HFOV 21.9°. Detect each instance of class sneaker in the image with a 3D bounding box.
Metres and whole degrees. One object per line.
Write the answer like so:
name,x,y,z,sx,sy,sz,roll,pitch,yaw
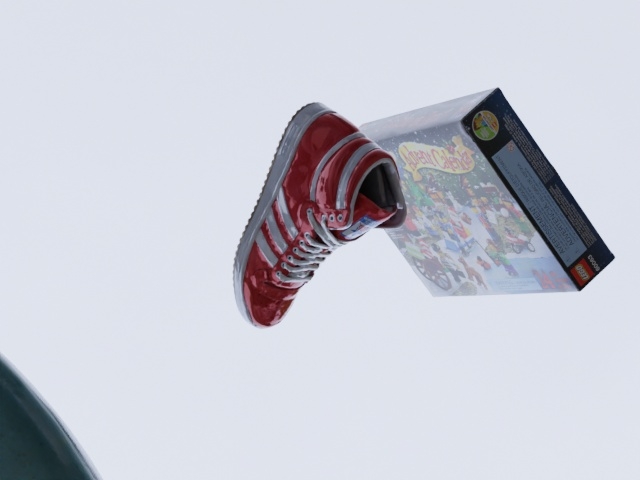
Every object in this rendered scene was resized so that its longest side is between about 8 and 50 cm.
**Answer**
sneaker,0.000,0.000,0.797,0.042,0.118,0.067,-4,-151,-46

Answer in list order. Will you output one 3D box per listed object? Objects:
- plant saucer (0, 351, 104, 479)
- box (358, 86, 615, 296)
plant saucer,-0.165,0.086,0.436,0.317,0.044,0.318,29,-150,-19
box,0.113,-0.031,1.309,0.044,0.233,0.159,-42,-77,-20
